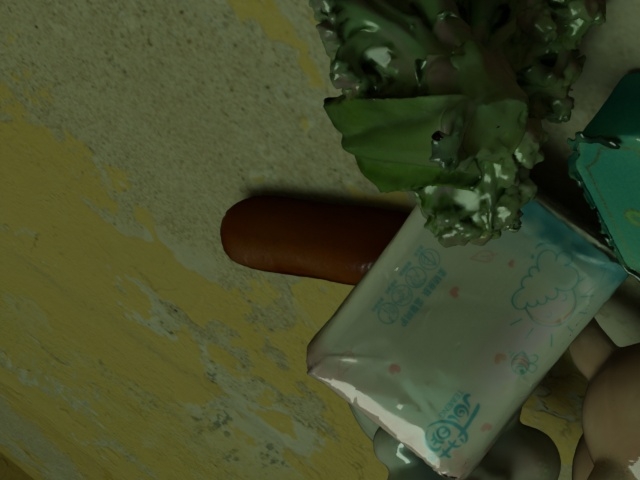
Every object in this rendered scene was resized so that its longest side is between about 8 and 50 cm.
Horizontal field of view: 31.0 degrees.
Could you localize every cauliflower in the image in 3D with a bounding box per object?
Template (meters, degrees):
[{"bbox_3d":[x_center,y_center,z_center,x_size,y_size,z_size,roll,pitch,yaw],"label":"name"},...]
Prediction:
[{"bbox_3d":[0.108,-0.111,0.899,0.239,0.315,0.256,2,109,-4],"label":"cauliflower"}]

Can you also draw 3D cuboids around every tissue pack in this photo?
[{"bbox_3d":[0.138,0.063,1.100,0.201,0.271,0.124,38,-168,8],"label":"tissue pack"}]

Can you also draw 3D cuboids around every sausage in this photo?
[{"bbox_3d":[0.000,0.000,1.316,0.300,0.089,0.083,5,129,40],"label":"sausage"}]

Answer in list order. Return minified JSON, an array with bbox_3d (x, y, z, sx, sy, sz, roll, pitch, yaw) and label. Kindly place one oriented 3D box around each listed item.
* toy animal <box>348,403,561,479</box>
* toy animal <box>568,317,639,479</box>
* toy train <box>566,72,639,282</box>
[{"bbox_3d":[0.160,0.271,1.267,0.241,0.196,0.367,76,173,-60],"label":"toy animal"},{"bbox_3d":[0.350,0.209,1.140,0.269,0.237,0.326,15,148,-16],"label":"toy animal"},{"bbox_3d":[0.308,-0.045,0.945,0.163,0.112,0.203,5,135,50],"label":"toy train"}]
